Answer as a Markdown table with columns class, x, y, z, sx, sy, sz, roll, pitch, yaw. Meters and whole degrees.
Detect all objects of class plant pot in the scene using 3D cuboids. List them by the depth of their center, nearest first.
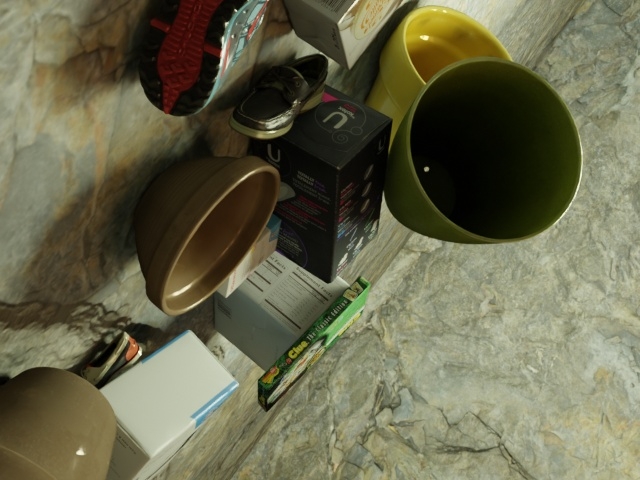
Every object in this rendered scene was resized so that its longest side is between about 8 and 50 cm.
| class | x | y | z | sx | sy | sz | roll | pitch | yaw |
| --- | --- | --- | --- | --- | --- | --- | --- | --- | --- |
| plant pot | -0.353 | 0.275 | 0.976 | 0.229 | 0.263 | 0.263 | -65 | -179 | -54 |
| plant pot | -0.167 | -0.026 | 1.089 | 0.237 | 0.110 | 0.237 | -51 | 166 | -17 |
| plant pot | 0.214 | -0.108 | 1.316 | 0.275 | 0.275 | 0.293 | -50 | -175 | -17 |
| plant pot | 0.195 | -0.257 | 1.526 | 0.254 | 0.254 | 0.239 | -43 | 178 | -40 |

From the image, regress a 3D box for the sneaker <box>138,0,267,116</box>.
| class | x | y | z | sx | sy | sz | roll | pitch | yaw |
| --- | --- | --- | --- | --- | --- | --- | --- | --- | --- |
| sneaker | -0.099 | -0.256 | 0.832 | 0.262 | 0.104 | 0.125 | -55 | -175 | 24 |

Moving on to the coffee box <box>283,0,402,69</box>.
| class | x | y | z | sx | sy | sz | roll | pitch | yaw |
| --- | --- | --- | --- | --- | --- | --- | --- | --- | --- |
| coffee box | 0.066 | -0.365 | 1.066 | 0.246 | 0.098 | 0.141 | -53 | 167 | -6 |

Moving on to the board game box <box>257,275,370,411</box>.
| class | x | y | z | sx | sy | sz | roll | pitch | yaw |
| --- | --- | --- | --- | --- | --- | --- | --- | --- | --- |
| board game box | -0.012 | 0.181 | 1.443 | 0.260 | 0.030 | 0.136 | -44 | 161 | -23 |

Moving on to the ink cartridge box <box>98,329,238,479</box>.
| class | x | y | z | sx | sy | sz | roll | pitch | yaw |
| --- | --- | --- | --- | --- | --- | --- | --- | --- | --- |
| ink cartridge box | -0.301 | 0.315 | 1.322 | 0.307 | 0.129 | 0.223 | -50 | 172 | 36 |

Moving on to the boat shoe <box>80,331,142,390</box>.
| class | x | y | z | sx | sy | sz | roll | pitch | yaw |
| --- | --- | --- | --- | --- | --- | --- | --- | --- | --- |
| boat shoe | -0.328 | 0.192 | 1.225 | 0.137 | 0.049 | 0.043 | -41 | 126 | -10 |

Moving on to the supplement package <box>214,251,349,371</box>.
| class | x | y | z | sx | sy | sz | roll | pitch | yaw |
| --- | --- | --- | --- | --- | --- | --- | --- | --- | --- |
| supplement package | -0.081 | 0.127 | 1.567 | 0.145 | 0.204 | 0.262 | -44 | 164 | -27 |

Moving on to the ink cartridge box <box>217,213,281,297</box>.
| class | x | y | z | sx | sy | sz | roll | pitch | yaw |
| --- | --- | --- | --- | --- | --- | --- | --- | --- | --- |
| ink cartridge box | -0.144 | 0.011 | 1.305 | 0.143 | 0.090 | 0.092 | -44 | 164 | -32 |

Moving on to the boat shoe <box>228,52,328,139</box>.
| class | x | y | z | sx | sy | sz | roll | pitch | yaw |
| --- | --- | --- | --- | --- | --- | --- | --- | --- | --- |
| boat shoe | -0.052 | -0.204 | 1.126 | 0.223 | 0.080 | 0.073 | -45 | 159 | -54 |

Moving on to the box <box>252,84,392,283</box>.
| class | x | y | z | sx | sy | sz | roll | pitch | yaw |
| --- | --- | --- | --- | --- | --- | --- | --- | --- | --- |
| box | -0.001 | -0.091 | 1.300 | 0.143 | 0.165 | 0.270 | -45 | 155 | -32 |
